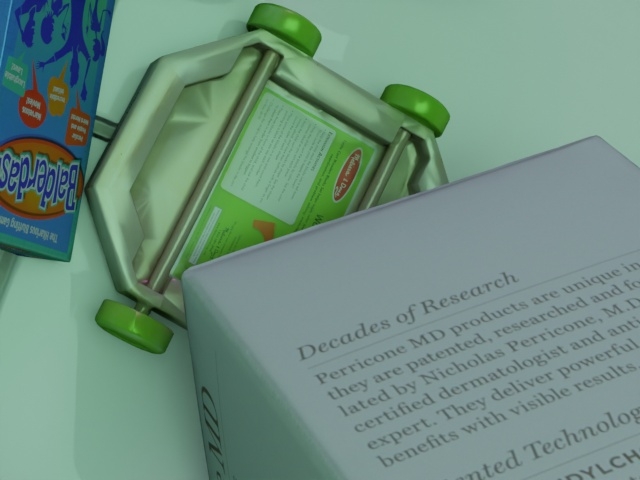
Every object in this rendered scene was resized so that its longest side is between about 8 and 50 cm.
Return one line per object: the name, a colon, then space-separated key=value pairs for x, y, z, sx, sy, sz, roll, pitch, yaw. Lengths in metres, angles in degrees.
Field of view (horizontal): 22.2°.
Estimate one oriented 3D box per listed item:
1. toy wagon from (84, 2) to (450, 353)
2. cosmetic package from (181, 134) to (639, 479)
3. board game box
toy wagon: x=0.000 y=0.000 z=1.219 sx=0.344 sy=0.068 sz=0.267 roll=30 pitch=79 yaw=-17
cosmetic package: x=0.148 y=0.194 z=1.037 sx=0.327 sy=0.393 sz=0.329 roll=-19 pitch=126 yaw=-19
board game box: x=-0.202 y=-0.099 z=1.105 sx=0.047 sy=0.160 sz=0.210 roll=8 pitch=85 yaw=15
